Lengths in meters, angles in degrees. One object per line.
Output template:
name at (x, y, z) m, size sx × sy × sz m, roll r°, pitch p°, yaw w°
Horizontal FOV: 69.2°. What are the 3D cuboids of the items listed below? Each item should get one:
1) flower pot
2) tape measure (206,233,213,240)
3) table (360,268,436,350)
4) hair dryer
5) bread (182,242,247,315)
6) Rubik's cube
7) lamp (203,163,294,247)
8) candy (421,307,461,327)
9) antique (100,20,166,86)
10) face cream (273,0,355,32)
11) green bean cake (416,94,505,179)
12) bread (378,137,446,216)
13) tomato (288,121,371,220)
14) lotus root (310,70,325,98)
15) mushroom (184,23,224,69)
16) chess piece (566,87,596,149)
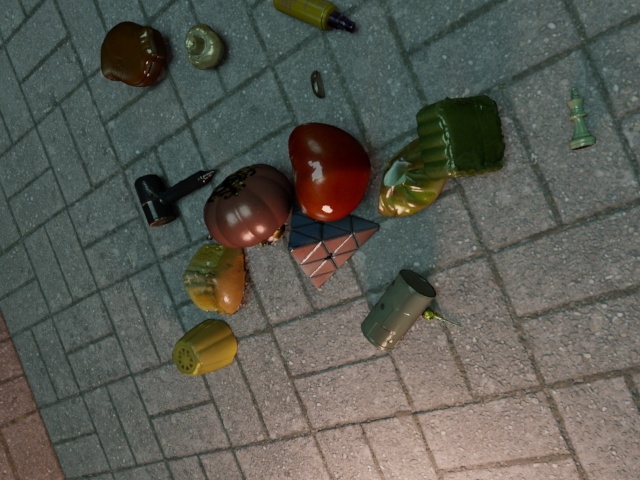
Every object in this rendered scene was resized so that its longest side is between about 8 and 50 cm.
flower pot at (-0.440, 0.407, 1.720) m, size 0.195 × 0.179 × 0.195 m, roll 6°, pitch 102°, yaw 28°
tape measure at (-0.368, -0.082, 1.610) m, size 0.107 × 0.180 × 0.104 m, roll 9°, pitch 119°, yaw 24°
table at (0.229, 0.207, 1.378) m, size 0.126 × 0.126 × 0.220 m, roll 39°, pitch 114°, yaw 16°
hair dryer at (-0.525, -0.203, 1.718) m, size 0.352 × 0.107 × 0.189 m, roll -25°, pitch 85°, yaw 20°
bread at (-0.368, 0.138, 1.647) m, size 0.204 × 0.162 × 0.262 m, roll 0°, pitch 90°, yaw 24°
Rubik's cube at (0.002, 0.001, 1.450) m, size 0.233 × 0.229 × 0.228 m, roll 35°, pitch 161°, yaw -19°
lamp at (-0.216, -0.096, 1.471) m, size 0.305 × 0.305 × 0.240 m, roll -17°, pitch 123°, yaw 28°
candy at (0.358, 0.235, 1.376) m, size 0.122 × 0.035 × 0.035 m, roll 21°, pitch 96°, yaw 12°
antique at (-0.674, -0.668, 1.682) m, size 0.278 × 0.129 × 0.224 m, roll -17°, pitch 91°, yaw 28°
face cream at (-0.013, -0.678, 1.375) m, size 0.273 × 0.078 × 0.078 m, roll 31°, pitch 111°, yaw 18°
green bean cake at (0.360, -0.259, 1.181) m, size 0.113 × 0.214 × 0.201 m, roll -3°, pitch 100°, yaw 64°
bread at (0.264, -0.175, 1.281) m, size 0.156 × 0.158 × 0.261 m, roll 18°, pitch 109°, yaw 20°
tomato at (0.028, -0.201, 1.344) m, size 0.226 × 0.298 × 0.299 m, roll -11°, pitch 94°, yaw -5°
lotus root at (-0.013, -0.480, 1.432) m, size 0.030 × 0.037 × 0.083 m, roll -12°, pitch 94°, yaw 32°
mushroom at (-0.391, -0.647, 1.553) m, size 0.148 × 0.112 × 0.148 m, roll 3°, pitch 95°, yaw 34°
chess piece at (0.629, -0.299, 1.131) m, size 0.059 × 0.059 × 0.149 m, roll -10°, pitch 90°, yaw 28°
